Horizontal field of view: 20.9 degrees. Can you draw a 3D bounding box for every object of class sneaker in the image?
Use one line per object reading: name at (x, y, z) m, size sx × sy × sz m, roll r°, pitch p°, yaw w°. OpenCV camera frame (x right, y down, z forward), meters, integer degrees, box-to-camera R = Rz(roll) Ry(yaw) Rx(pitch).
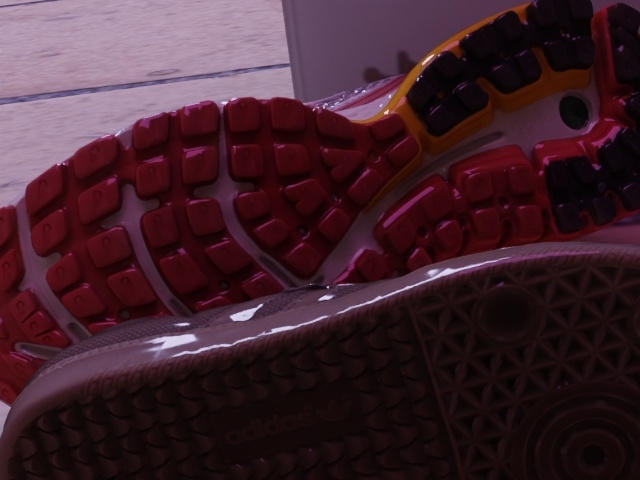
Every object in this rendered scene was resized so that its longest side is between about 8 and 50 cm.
sneaker at (0.020, 0.028, 0.409) m, size 0.188 × 0.066 × 0.071 m, roll -6°, pitch 16°, yaw 4°
sneaker at (0.000, 0.000, 0.514) m, size 0.225 × 0.088 × 0.093 m, roll -18°, pitch -5°, yaw -21°

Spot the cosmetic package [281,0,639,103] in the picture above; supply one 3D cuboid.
cosmetic package at (0.143, -0.231, 0.739) m, size 0.327 × 0.329 × 0.393 m, roll -6°, pitch 18°, yaw 5°
